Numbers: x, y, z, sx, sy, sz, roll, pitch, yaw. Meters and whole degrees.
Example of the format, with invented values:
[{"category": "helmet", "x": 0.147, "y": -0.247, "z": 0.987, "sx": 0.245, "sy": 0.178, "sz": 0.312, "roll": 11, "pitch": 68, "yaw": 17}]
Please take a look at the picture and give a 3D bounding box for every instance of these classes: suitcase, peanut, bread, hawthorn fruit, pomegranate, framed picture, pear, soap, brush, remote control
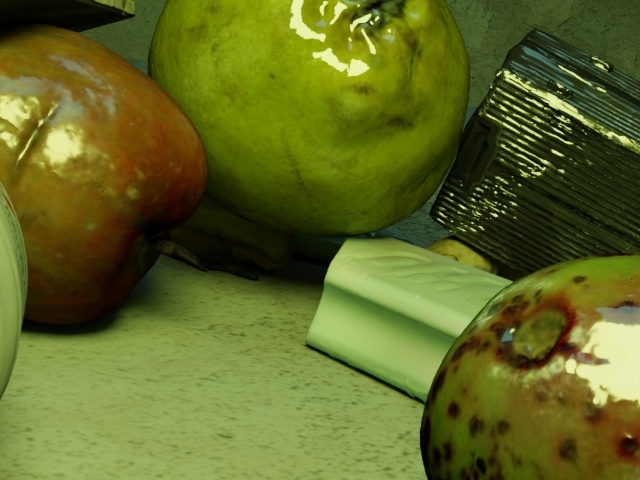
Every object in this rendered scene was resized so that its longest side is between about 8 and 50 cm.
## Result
[{"category": "suitcase", "x": 0.310, "y": -0.051, "z": 1.291, "sx": 0.335, "sy": 0.229, "sz": 0.152, "roll": 31, "pitch": 39, "yaw": 11}, {"category": "peanut", "x": 0.180, "y": 0.029, "z": 1.383, "sx": 0.100, "sy": 0.099, "sz": 0.214, "roll": 18, "pitch": 20, "yaw": 31}, {"category": "bread", "x": -0.122, "y": -0.046, "z": 1.426, "sx": 0.233, "sy": 0.088, "sz": 0.160, "roll": 24, "pitch": 44, "yaw": 9}, {"category": "hawthorn fruit", "x": -0.231, "y": -0.053, "z": 1.100, "sx": 0.301, "sy": 0.267, "sz": 0.268, "roll": 24, "pitch": 13, "yaw": -5}, {"category": "pomegranate", "x": 0.205, "y": 0.134, "z": 0.768, "sx": 0.306, "sy": 0.242, "sz": 0.242, "roll": 24, "pitch": 0, "yaw": -43}, {"category": "framed picture", "x": -0.310, "y": -0.203, "z": 1.118, "sx": 0.211, "sy": 0.020, "sz": 0.289, "roll": -13, "pitch": 3, "yaw": 10}, {"category": "pear", "x": -0.016, "y": -0.169, "z": 1.256, "sx": 0.352, "sy": 0.351, "sz": 0.413, "roll": 8, "pitch": -7, "yaw": -6}, {"category": "soap", "x": 0.113, "y": 0.079, "z": 1.139, "sx": 0.173, "sy": 0.095, "sz": 0.290, "roll": -4, "pitch": 19, "yaw": -45}, {"category": "brush", "x": -0.106, "y": 0.032, "z": 1.361, "sx": 0.083, "sy": 0.008, "sz": 0.024, "roll": 16, "pitch": 14, "yaw": 22}, {"category": "remote control", "x": 0.000, "y": 0.000, "z": 1.503, "sx": 0.234, "sy": 0.038, "sz": 0.098, "roll": 11, "pitch": 13, "yaw": 12}]

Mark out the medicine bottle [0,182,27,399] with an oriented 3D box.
[{"category": "medicine bottle", "x": -0.313, "y": 0.024, "z": 0.768, "sx": 0.245, "sy": 0.245, "sz": 0.306, "roll": 6, "pitch": 7, "yaw": -13}]
